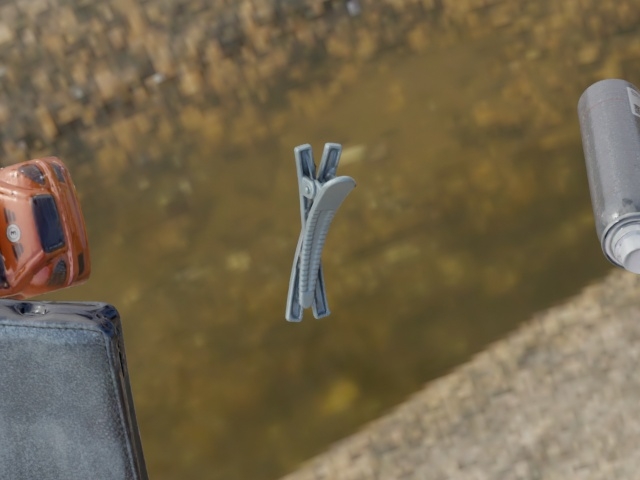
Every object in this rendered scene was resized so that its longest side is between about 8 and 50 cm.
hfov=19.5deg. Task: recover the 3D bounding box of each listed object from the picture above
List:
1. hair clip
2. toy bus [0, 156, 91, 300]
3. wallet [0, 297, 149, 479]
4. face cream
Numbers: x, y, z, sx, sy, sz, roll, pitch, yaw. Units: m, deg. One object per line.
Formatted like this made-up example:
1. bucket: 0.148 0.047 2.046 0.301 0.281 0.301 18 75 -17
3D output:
1. hair clip: -0.001 0.000 1.131 0.030 0.115 0.039 -4 29 -19
2. toy bus: -0.394 0.014 1.948 0.329 0.143 0.153 -14 0 37
3. wallet: -0.238 0.147 1.638 0.167 0.222 0.036 1 32 15
4. face cream: 0.309 -0.063 1.900 0.073 0.073 0.283 -12 35 10
